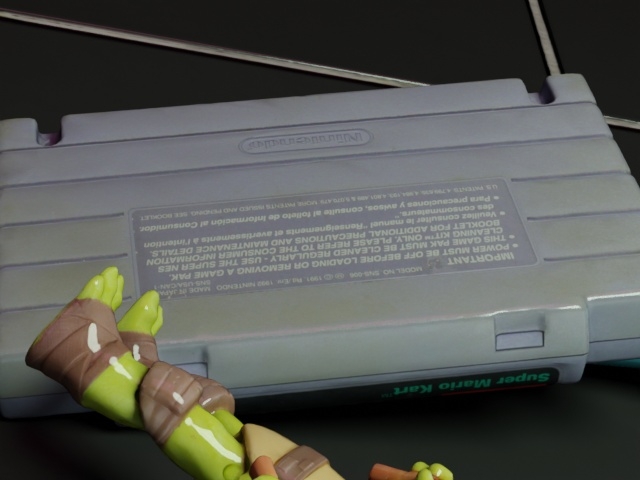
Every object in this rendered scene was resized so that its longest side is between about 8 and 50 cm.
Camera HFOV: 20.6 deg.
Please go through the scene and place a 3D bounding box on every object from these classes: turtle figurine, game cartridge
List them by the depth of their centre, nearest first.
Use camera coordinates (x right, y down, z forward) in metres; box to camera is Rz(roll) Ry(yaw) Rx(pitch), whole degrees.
[{"bbox_3d":[-0.019,0.108,0.780,0.217,0.087,0.269,37,10,17],"label":"turtle figurine"},{"bbox_3d":[0.000,0.000,0.967,0.355,0.068,0.230,-5,41,-6],"label":"game cartridge"}]

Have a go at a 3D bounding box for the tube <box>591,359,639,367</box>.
[{"bbox_3d":[0.196,0.051,1.003,0.207,0.052,0.080,6,32,0],"label":"tube"}]
